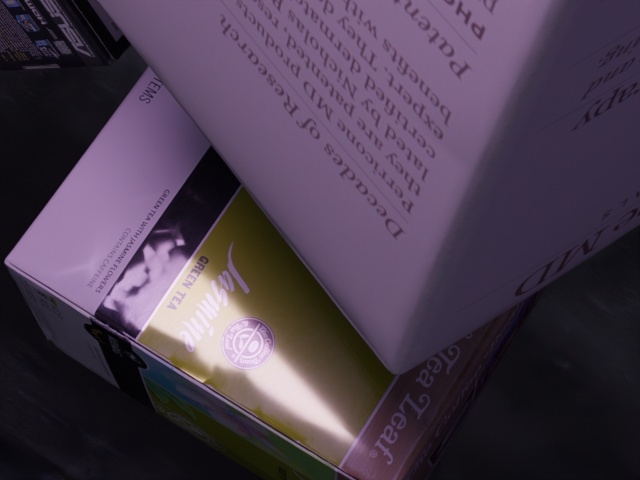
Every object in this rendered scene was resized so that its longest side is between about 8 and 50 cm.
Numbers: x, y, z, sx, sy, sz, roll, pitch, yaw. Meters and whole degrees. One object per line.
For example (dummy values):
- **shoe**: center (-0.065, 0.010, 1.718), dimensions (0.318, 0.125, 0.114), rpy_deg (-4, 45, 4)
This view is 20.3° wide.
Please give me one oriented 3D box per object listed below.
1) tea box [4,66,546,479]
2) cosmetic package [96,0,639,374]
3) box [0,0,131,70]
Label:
- **tea box**: center (0.000, 0.000, 1.353), dimensions (0.324, 0.329, 0.220), rpy_deg (31, 164, 11)
- **cosmetic package**: center (0.099, -0.209, 0.899), dimensions (0.327, 0.329, 0.393), rpy_deg (51, 156, 18)
- **box**: center (-0.355, -0.317, 1.538), dimensions (0.318, 0.097, 0.395), rpy_deg (0, 135, 43)
